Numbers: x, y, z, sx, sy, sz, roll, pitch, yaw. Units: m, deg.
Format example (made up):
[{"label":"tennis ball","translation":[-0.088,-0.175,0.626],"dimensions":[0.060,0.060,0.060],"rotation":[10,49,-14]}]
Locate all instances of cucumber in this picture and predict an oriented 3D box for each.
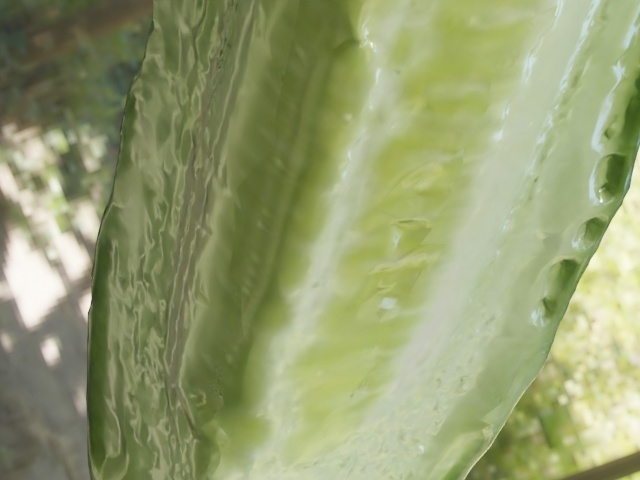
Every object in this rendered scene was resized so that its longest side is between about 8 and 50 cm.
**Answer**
[{"label":"cucumber","translation":[0.001,-0.001,0.581],"dimensions":[0.105,0.145,0.325],"rotation":[57,-39,43]}]
